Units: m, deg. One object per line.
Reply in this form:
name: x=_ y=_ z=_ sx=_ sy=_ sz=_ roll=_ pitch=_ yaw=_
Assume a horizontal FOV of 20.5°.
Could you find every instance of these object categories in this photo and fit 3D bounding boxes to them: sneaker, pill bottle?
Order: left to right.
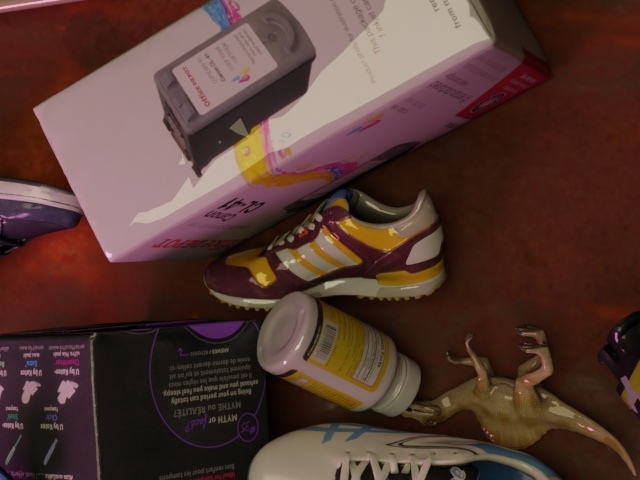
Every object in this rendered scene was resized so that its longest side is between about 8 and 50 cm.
sneaker: x=-0.285 y=0.034 z=1.396 sx=0.226 sy=0.086 sz=0.163 roll=-4 pitch=79 yaw=25
sneaker: x=0.000 y=0.000 z=1.321 sx=0.186 sy=0.069 sz=0.084 roll=-5 pitch=115 yaw=8
pill bottle: x=0.016 y=0.088 z=1.304 sx=0.116 sy=0.065 sz=0.065 roll=29 pitch=101 yaw=-29
sneaker: x=0.066 y=0.175 z=1.276 sx=0.237 sy=0.086 sz=0.085 roll=7 pitch=74 yaw=-3

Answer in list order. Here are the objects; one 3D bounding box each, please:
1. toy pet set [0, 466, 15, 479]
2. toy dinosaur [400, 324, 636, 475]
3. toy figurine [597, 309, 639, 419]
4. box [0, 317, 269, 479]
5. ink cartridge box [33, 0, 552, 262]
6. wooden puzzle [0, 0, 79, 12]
toy pet set: x=-0.238 y=0.176 z=1.260 sx=0.065 sy=0.114 sz=0.122 roll=-3 pitch=85 yaw=-7
toy dinosaur: x=0.153 y=0.114 z=1.308 sx=0.183 sy=0.053 sz=0.092 roll=8 pitch=108 yaw=23
toy figurine: x=0.312 y=0.077 z=1.168 sx=0.209 sy=0.213 sz=0.148 roll=-44 pitch=66 yaw=11
box: x=-0.138 y=0.196 z=1.302 sx=0.143 sy=0.165 sz=0.270 roll=-5 pitch=88 yaw=46
ink cartridge box: x=-0.011 y=-0.108 z=1.253 sx=0.306 sy=0.226 sz=0.131 roll=-30 pitch=81 yaw=15
wooden puzzle: x=-0.314 y=-0.349 z=1.411 sx=0.322 sy=0.080 sz=0.347 roll=-6 pitch=89 yaw=16
